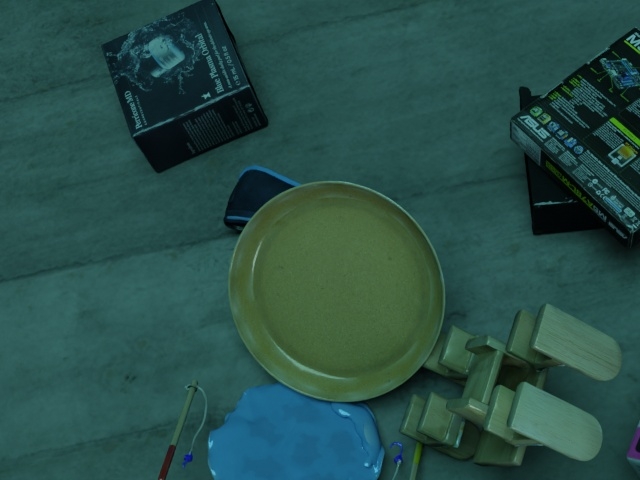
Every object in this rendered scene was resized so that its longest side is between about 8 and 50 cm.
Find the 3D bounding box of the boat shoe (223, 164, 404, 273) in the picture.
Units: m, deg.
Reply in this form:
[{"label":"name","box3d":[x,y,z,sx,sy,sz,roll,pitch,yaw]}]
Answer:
[{"label":"boat shoe","box3d":[0.000,0.000,1.208,0.258,0.109,0.089,23,77,39]}]

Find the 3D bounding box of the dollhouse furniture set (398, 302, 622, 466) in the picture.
[{"label":"dollhouse furniture set","box3d":[0.190,0.205,1.009,0.161,0.212,0.242,27,70,-16]}]

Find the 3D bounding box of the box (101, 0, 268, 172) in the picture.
[{"label":"box","box3d":[-0.170,-0.196,1.330,0.158,0.093,0.156,-24,62,2]}]

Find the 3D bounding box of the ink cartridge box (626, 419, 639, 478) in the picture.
[{"label":"ink cartridge box","box3d":[0.445,0.083,1.024,0.176,0.069,0.371,5,55,44]}]

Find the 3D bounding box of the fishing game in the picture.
[{"label":"fishing game","box3d":[-0.026,0.221,1.107,0.264,0.041,0.189,9,43,4]}]

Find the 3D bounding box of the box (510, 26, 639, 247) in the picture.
[{"label":"box","box3d":[0.331,-0.113,1.126,0.184,0.045,0.190,-36,62,-11]}]

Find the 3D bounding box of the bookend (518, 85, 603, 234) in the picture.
[{"label":"bookend","box3d":[0.308,-0.097,1.189,0.156,0.072,0.157,-6,63,9]}]

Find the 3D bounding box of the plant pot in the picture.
[{"label":"plant pot","box3d":[0.017,0.053,1.122,0.236,0.032,0.236,3,101,16]}]
